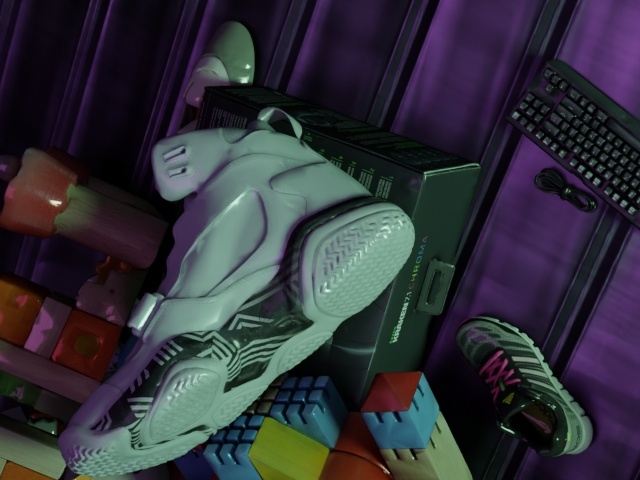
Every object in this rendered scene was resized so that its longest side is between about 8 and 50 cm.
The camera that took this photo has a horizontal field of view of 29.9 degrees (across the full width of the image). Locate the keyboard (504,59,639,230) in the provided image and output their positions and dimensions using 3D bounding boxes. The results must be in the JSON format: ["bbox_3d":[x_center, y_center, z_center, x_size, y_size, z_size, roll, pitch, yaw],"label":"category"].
[{"bbox_3d":[0.251,-0.076,1.119,0.180,0.023,0.108,43,117,20],"label":"keyboard"}]

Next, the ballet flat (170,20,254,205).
[{"bbox_3d":[-0.125,-0.135,1.313,0.072,0.068,0.213,24,108,26],"label":"ballet flat"}]

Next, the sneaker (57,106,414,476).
[{"bbox_3d":[-0.111,0.039,1.083,0.366,0.137,0.210,-38,66,-5],"label":"sneaker"}]

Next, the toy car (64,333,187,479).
[{"bbox_3d":[-0.194,0.236,1.309,0.219,0.238,0.210,33,113,23],"label":"toy car"}]

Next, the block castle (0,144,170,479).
[{"bbox_3d":[-0.338,0.127,1.254,0.213,0.303,0.453,24,91,-9],"label":"block castle"}]

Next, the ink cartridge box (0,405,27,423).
[{"bbox_3d":[-0.414,0.344,1.545,0.154,0.093,0.212,-37,79,29],"label":"ink cartridge box"}]

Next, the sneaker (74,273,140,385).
[{"bbox_3d":[-0.261,0.142,1.438,0.083,0.071,0.190,20,107,22],"label":"sneaker"}]

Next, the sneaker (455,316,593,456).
[{"bbox_3d":[0.188,0.142,1.157,0.170,0.075,0.063,50,118,16],"label":"sneaker"}]

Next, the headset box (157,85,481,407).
[{"bbox_3d":[0.000,0.000,1.219,0.283,0.131,0.246,22,108,27],"label":"headset box"}]

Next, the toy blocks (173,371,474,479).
[{"bbox_3d":[-0.008,0.240,1.153,0.381,0.190,0.261,-6,127,30],"label":"toy blocks"}]
